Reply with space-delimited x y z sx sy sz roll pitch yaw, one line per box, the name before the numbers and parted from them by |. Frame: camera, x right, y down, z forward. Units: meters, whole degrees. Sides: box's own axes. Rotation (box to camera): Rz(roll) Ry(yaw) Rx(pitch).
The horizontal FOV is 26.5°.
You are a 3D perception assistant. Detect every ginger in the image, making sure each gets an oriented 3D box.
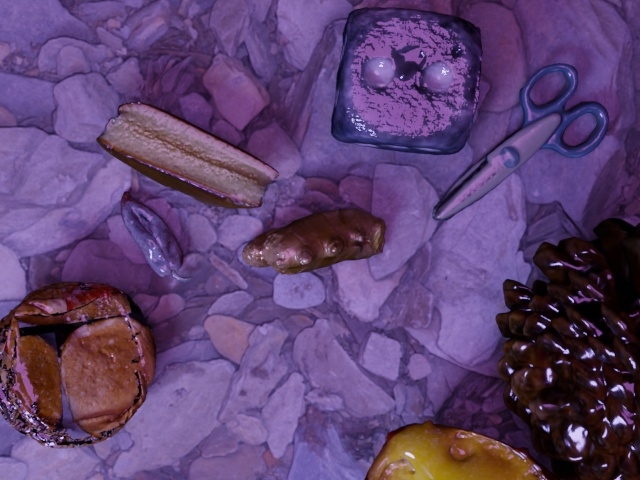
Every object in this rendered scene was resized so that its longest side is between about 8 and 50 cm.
ginger | -0.005 0.001 1.855 0.206 0.115 0.081 -14 75 -5

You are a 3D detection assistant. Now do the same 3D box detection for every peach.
peach | 0.200 0.383 1.785 0.281 0.281 0.338 -42 108 -1

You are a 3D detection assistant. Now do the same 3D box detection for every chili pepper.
chili pepper | -0.232 -0.003 1.883 0.050 0.041 0.153 -33 92 -44

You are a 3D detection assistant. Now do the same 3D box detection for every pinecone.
pinecone | 0.434 0.155 1.751 0.398 0.398 0.397 0 90 -2

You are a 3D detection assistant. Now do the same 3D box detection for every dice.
dice | 0.112 -0.212 1.824 0.183 0.182 0.181 6 89 -3

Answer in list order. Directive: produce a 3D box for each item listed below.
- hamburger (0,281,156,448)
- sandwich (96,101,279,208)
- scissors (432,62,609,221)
hamburger | -0.331 0.166 1.824 0.231 0.107 0.230 10 70 -29
sandwich | -0.179 -0.111 1.865 0.245 0.088 0.090 24 81 1
scissors | 0.269 -0.121 1.901 0.289 0.041 0.138 -39 100 -2
